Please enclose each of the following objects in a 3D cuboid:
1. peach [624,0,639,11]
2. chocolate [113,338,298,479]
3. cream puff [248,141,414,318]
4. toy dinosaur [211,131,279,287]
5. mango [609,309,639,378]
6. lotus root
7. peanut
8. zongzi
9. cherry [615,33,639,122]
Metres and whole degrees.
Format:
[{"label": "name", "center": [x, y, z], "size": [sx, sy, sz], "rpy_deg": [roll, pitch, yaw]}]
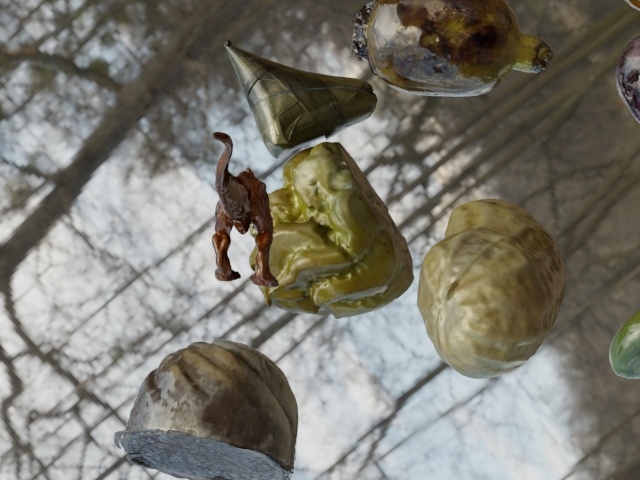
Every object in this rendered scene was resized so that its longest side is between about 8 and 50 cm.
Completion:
[{"label": "peach", "center": [0.381, -0.363, 1.210], "size": [0.343, 0.343, 0.301], "rpy_deg": [15, -99, -70]}, {"label": "chocolate", "center": [-0.172, 0.271, 2.159], "size": [0.303, 0.303, 0.213], "rpy_deg": [38, -125, -44]}, {"label": "cream puff", "center": [0.000, -0.001, 2.313], "size": [0.324, 0.257, 0.291], "rpy_deg": [63, -174, 34]}, {"label": "toy dinosaur", "center": [-0.115, -0.032, 1.943], "size": [0.432, 0.097, 0.208], "rpy_deg": [137, 130, -86]}, {"label": "mango", "center": [0.551, 0.154, 2.107], "size": [0.130, 0.195, 0.092], "rpy_deg": [37, -159, -38]}, {"label": "lotus root", "center": [0.179, -0.292, 1.896], "size": [0.314, 0.169, 0.141], "rpy_deg": [8, -174, 18]}, {"label": "peanut", "center": [0.215, 0.056, 1.622], "size": [0.174, 0.158, 0.340], "rpy_deg": [9, -160, 18]}, {"label": "zongzi", "center": [-0.035, -0.290, 2.380], "size": [0.112, 0.221, 0.242], "rpy_deg": [100, 148, -69]}, {"label": "cherry", "center": [0.541, -0.244, 1.949], "size": [0.195, 0.195, 0.195], "rpy_deg": [47, -168, -14]}]
